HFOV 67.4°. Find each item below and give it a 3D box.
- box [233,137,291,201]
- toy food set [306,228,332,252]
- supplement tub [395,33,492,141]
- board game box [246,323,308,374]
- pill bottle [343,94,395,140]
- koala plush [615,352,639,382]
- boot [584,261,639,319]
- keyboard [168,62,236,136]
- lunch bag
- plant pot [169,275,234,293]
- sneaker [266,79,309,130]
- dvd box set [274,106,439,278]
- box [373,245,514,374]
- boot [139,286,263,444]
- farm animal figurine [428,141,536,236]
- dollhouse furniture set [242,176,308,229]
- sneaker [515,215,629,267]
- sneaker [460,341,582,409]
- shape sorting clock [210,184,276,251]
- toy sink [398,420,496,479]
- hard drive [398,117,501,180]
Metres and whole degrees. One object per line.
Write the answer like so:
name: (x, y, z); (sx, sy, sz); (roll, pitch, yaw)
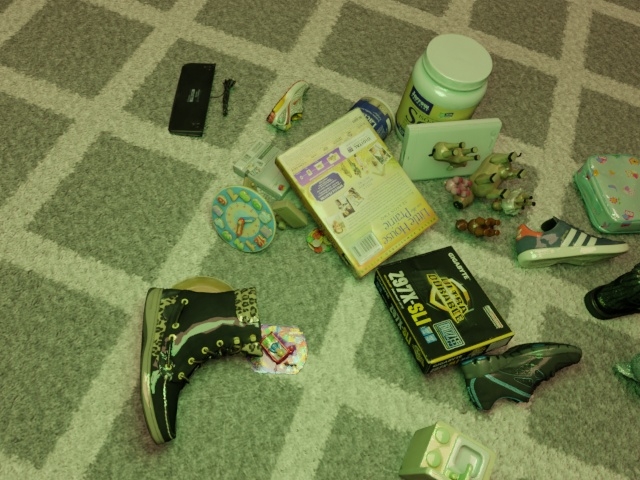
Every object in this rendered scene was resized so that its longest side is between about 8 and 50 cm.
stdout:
box: (-0.161, -0.230, 1.538); (0.186, 0.038, 0.145); (31, 64, 10)
toy food set: (0.000, 0.000, 1.452); (0.083, 0.020, 0.082); (35, 64, 10)
supplement tub: (0.393, -0.468, 1.566); (0.241, 0.331, 0.241); (3, 63, -6)
board game box: (-0.115, 0.286, 1.285); (0.168, 0.033, 0.133); (5, 63, -5)
pill bottle: (0.116, -0.339, 1.565); (0.153, 0.153, 0.265); (35, 64, 10)
koala plush: (0.945, 0.379, 1.300); (0.221, 0.196, 0.203); (35, 53, 11)
boot: (0.975, 0.121, 1.382); (0.347, 0.260, 0.131); (-18, 67, -15)
keyboard: (-0.397, -0.485, 1.642); (0.201, 0.033, 0.317); (2, 64, 1)
lunch bag: (0.995, -0.160, 1.614); (0.224, 0.108, 0.279); (-5, 62, -4)
plant pot: (-0.326, 0.211, 1.296); (0.236, 0.032, 0.236); (3, 63, -6)
sneaker: (-0.097, -0.460, 1.649); (0.092, 0.088, 0.225); (37, 63, -11)
dvd box set: (0.109, -0.144, 1.408); (0.307, 0.062, 0.420); (-35, 88, -15)
box: (0.329, 0.181, 1.332); (0.257, 0.079, 0.322); (-16, 52, -13)
boot: (-0.283, 0.281, 1.178); (0.284, 0.138, 0.378); (-4, 59, -10)
farm animal figurine: (0.486, -0.187, 1.509); (0.326, 0.172, 0.330); (-28, 107, -22)
dollhouse furniture set: (-0.133, -0.117, 1.425); (0.151, 0.144, 0.123); (-11, 58, 28)
sneaker: (0.779, -0.006, 1.494); (0.349, 0.131, 0.148); (-1, 68, -8)
sneaker: (0.549, 0.360, 1.303); (0.340, 0.125, 0.140); (-10, 81, -6)
shape sorting clock: (-0.221, -0.058, 1.360); (0.206, 0.206, 0.040); (24, 34, 5)
toy sink: (0.299, 0.517, 1.109); (0.152, 0.234, 0.131); (28, 63, 8)
hard drive: (0.410, -0.290, 1.552); (0.307, 0.203, 0.040); (-7, 46, -10)
